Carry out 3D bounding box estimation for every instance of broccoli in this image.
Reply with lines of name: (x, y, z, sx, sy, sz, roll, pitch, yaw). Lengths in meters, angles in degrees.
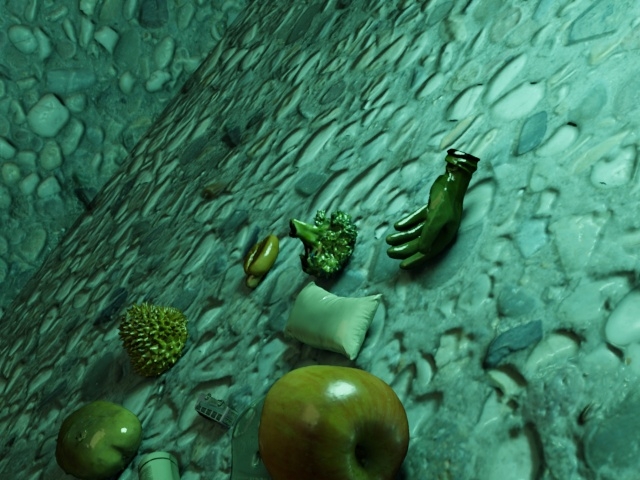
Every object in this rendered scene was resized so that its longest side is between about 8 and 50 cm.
broccoli: (0.000, 0.000, 1.954, 0.167, 0.160, 0.155, 158, 128, -68)

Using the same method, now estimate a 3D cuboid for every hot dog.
hot dog: (-0.146, 0.051, 2.192, 0.089, 0.060, 0.140, -17, 34, 48)

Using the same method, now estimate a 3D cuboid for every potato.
potato: (-0.545, 0.476, 2.122, 0.296, 0.141, 0.192, -9, 45, 52)

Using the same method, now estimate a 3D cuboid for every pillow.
pillow: (0.021, 0.158, 1.815, 0.254, 0.078, 0.144, 6, 59, 56)

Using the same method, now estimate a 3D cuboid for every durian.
durian: (-0.441, 0.244, 2.278, 0.249, 0.138, 0.183, 3, 48, 47)

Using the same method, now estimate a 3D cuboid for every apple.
apple: (0.015, 0.327, 1.484, 0.242, 0.242, 0.241, -56, 28, -15)

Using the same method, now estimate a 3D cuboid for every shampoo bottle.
shampoo bottle: (-0.317, 0.542, 1.795, 0.085, 0.085, 0.262, -43, 30, 8)

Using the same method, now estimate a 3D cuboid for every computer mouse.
computer mouse: (-0.101, 0.458, 1.618, 0.167, 0.090, 0.379, -7, 60, 43)

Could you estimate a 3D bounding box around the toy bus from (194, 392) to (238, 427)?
toy bus: (-0.228, 0.370, 1.935, 0.130, 0.037, 0.052, 9, 66, 55)

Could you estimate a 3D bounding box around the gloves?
gloves: (0.232, -0.057, 1.764, 0.268, 0.107, 0.135, -56, 7, 8)
